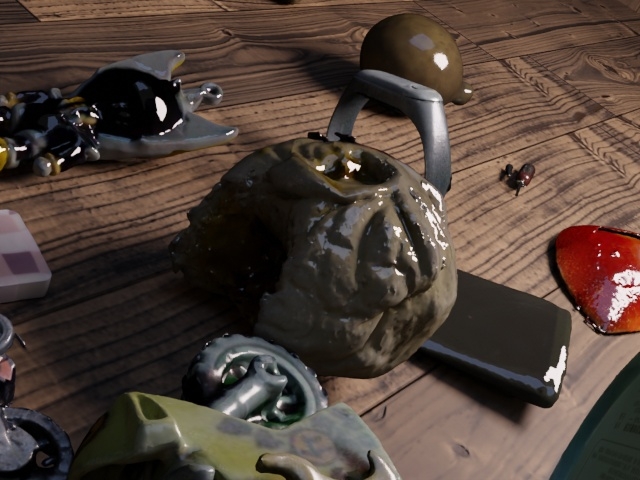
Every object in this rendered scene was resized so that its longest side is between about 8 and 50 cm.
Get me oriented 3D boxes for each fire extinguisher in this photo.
[{"bbox_3d":[0.321,-0.108,1.425,0.046,0.032,0.100,41,29,4],"label":"fire extinguisher"}]

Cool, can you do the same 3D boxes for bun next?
[{"bbox_3d":[0.013,0.002,0.881,0.282,0.204,0.281,19,23,-8],"label":"bun"}]

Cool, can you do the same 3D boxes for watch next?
[{"bbox_3d":[0.083,-0.117,1.145,0.068,0.192,0.206,-7,26,-39],"label":"watch"}]

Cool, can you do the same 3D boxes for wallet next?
[{"bbox_3d":[0.170,0.096,1.030,0.245,0.052,0.168,23,37,8],"label":"wallet"}]

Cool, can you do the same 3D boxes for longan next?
[{"bbox_3d":[0.162,-0.286,1.451,0.204,0.159,0.185,28,25,-8],"label":"longan"}]

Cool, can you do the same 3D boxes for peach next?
[{"bbox_3d":[0.430,0.040,1.263,0.189,0.068,0.279,27,33,6],"label":"peach"}]

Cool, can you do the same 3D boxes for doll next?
[{"bbox_3d":[-0.248,-0.141,1.025,0.316,0.103,0.145,-18,37,-37],"label":"doll"}]

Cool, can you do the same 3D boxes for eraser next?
[{"bbox_3d":[-0.305,0.014,0.840,0.065,0.026,0.105,-11,48,-39],"label":"eraser"}]

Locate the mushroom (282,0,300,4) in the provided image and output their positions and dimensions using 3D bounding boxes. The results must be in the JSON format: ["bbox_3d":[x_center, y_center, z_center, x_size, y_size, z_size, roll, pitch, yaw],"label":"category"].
[{"bbox_3d":[-0.162,-0.557,1.644,0.329,0.122,0.159,24,42,-4],"label":"mushroom"}]

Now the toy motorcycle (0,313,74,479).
[{"bbox_3d":[-0.317,0.109,0.639,0.173,0.108,0.307,-26,59,-40],"label":"toy motorcycle"}]

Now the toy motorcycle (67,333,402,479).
[{"bbox_3d":[-0.024,0.228,0.603,0.237,0.168,0.410,-6,44,-37],"label":"toy motorcycle"}]

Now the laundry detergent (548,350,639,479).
[{"bbox_3d":[0.351,0.266,0.694,0.305,0.287,0.287,31,33,9],"label":"laundry detergent"}]
